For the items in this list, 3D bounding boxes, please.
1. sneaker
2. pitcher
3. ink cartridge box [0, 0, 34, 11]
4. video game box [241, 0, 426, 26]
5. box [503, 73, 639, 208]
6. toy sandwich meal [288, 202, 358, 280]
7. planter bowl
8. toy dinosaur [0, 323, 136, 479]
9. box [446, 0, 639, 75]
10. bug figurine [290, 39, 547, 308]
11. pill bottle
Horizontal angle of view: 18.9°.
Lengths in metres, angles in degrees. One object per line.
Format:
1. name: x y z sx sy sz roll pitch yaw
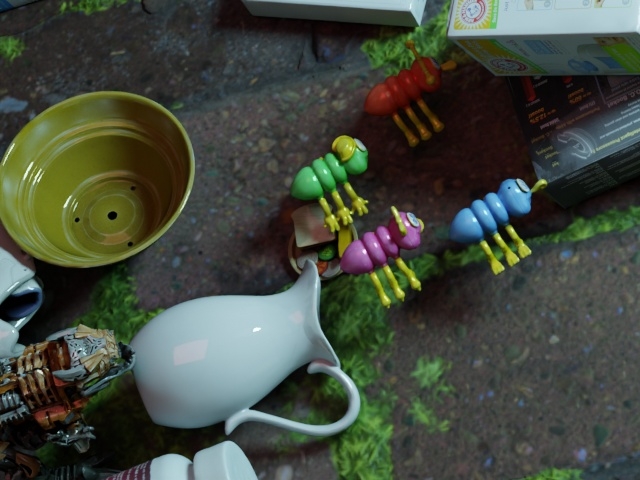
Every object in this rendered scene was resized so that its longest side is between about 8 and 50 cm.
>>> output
1. sneaker: -0.350 0.039 2.049 0.129 0.111 0.297 -7 44 9
2. pitcher: -0.076 0.133 1.928 0.207 0.125 0.178 -20 75 -1
3. ink cartridge box: -0.332 -0.360 2.248 0.190 0.082 0.140 -14 64 13
4. video game box: 0.031 -0.331 2.118 0.205 0.048 0.187 7 72 23
5. box: 0.331 -0.205 1.907 0.307 0.076 0.242 -26 61 20
6. toy sandwich meal: 0.000 0.000 1.998 0.085 0.029 0.086 -8 66 18
7. planter bowl: -0.232 -0.046 2.062 0.217 0.090 0.217 -5 60 8
8. toy dinosaur: -0.315 0.170 1.925 0.322 0.218 0.164 -7 72 30
9. box: 0.239 -0.224 1.850 0.203 0.114 0.103 3 75 32
10. bug figurine: 0.087 -0.064 1.928 0.216 0.072 0.279 -35 53 3
11. pill bottle: -0.171 0.282 1.891 0.221 0.121 0.121 -23 62 11
